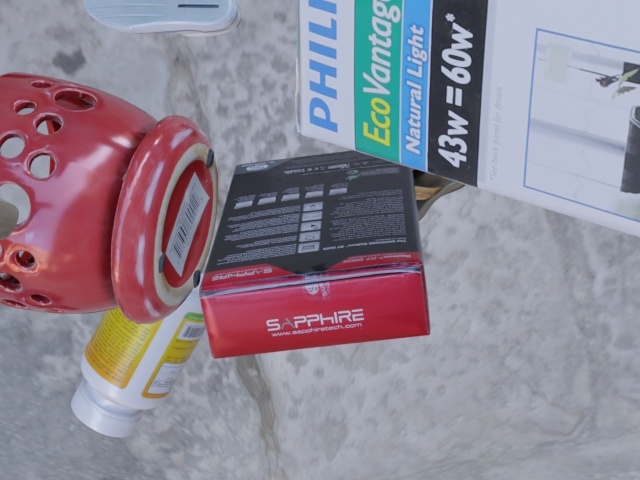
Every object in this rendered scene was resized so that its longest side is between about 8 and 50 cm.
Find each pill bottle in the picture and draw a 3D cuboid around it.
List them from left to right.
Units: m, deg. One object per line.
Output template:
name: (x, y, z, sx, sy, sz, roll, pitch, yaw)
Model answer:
pill bottle: (-0.255, 0.151, 1.603, 0.136, 0.136, 0.246, 32, 105, 7)

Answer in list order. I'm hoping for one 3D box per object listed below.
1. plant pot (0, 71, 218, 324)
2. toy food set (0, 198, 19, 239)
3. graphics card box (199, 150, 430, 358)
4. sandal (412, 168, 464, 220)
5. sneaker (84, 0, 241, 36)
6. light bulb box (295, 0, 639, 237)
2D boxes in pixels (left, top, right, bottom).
plant pot: (-0.185, -0.031, 0.911, 0.174, 0.191, 0.191, 10, 75, 15)
toy food set: (-0.193, 0.055, 0.429, 0.038, 0.132, 0.192, 22, 87, 19)
graphics card box: (0.000, 0.000, 1.300, 0.232, 0.371, 0.094, -8, 114, 5)
sandal: (0.151, -0.081, 1.678, 0.180, 0.049, 0.072, -33, 53, 0)
sneaker: (-0.253, -0.366, 1.829, 0.258, 0.091, 0.094, 10, 82, 12)
light bulb box: (0.223, -0.193, 0.845, 0.361, 0.225, 0.358, 20, 36, 29)
